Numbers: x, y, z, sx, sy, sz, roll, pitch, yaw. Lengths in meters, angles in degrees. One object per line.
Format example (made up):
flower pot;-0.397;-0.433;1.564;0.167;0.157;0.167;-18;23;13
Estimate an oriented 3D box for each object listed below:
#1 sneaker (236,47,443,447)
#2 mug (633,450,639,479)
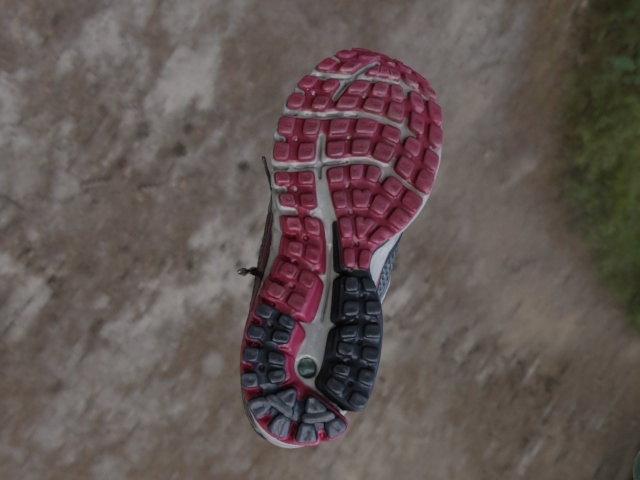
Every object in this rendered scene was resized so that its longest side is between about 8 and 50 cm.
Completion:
sneaker;0.000;0.000;0.874;0.112;0.120;0.299;131;-22;-74
mug;0.373;0.242;1.228;0.129;0.157;0.097;-9;87;-47
